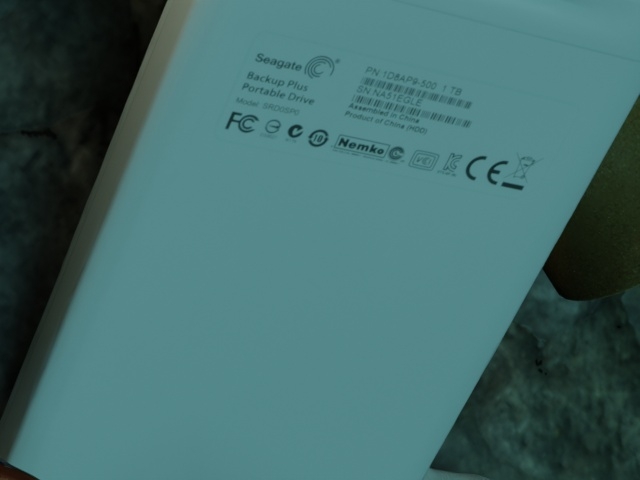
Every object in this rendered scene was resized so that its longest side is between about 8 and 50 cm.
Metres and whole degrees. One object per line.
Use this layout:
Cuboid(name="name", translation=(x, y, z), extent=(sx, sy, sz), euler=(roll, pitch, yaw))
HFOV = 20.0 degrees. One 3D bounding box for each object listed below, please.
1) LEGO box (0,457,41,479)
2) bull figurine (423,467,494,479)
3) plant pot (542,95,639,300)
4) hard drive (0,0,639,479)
Cuboid(name="LEGO box", translation=(-0.375, 0.268, 0.725), extent=(0.372, 0.193, 0.500), euler=(25, 82, -30))
Cuboid(name="bull figurine", translation=(0.074, 0.289, 1.050), extent=(0.188, 0.101, 0.310), euler=(-22, 104, -23))
Cuboid(name="plant pot", translation=(0.146, -0.139, 0.994), extent=(0.237, 0.237, 0.254), euler=(-43, 99, -20))
Cuboid(name="hard drive", translation=(0.000, 0.000, 0.891), extent=(0.233, 0.047, 0.353), euler=(10, 122, -26))
